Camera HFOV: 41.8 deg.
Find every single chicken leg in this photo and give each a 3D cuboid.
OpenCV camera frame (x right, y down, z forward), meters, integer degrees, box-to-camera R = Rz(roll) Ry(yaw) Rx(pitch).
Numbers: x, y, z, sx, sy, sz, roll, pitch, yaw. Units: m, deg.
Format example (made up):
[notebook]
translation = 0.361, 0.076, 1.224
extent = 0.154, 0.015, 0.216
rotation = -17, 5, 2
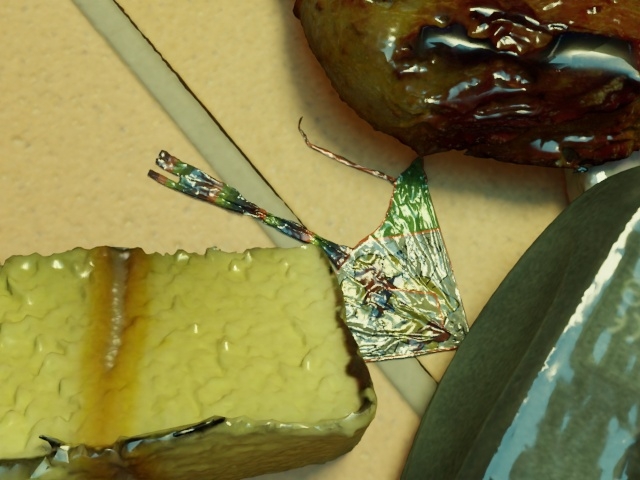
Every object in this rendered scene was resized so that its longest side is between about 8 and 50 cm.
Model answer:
[chicken leg]
translation = 0.090, -0.144, 0.549
extent = 0.322, 0.083, 0.177
rotation = 8, 69, 7

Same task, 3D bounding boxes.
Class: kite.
[kite]
translation = 0.000, 0.000, 0.555
extent = 0.244, 0.006, 0.198
rotation = 31, 72, 2

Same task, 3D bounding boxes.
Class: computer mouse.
[computer mouse]
translation = 0.164, 0.133, 0.485
extent = 0.203, 0.114, 0.374
rotation = 28, 77, -2

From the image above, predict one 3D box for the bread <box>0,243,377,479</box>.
[bread]
translation = -0.105, 0.088, 0.465
extent = 0.266, 0.178, 0.142
rotation = -8, 109, -6

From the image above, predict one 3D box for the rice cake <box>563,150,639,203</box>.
[rice cake]
translation = 0.211, -0.152, 0.607
extent = 0.106, 0.050, 0.298
rotation = -4, 74, -8
